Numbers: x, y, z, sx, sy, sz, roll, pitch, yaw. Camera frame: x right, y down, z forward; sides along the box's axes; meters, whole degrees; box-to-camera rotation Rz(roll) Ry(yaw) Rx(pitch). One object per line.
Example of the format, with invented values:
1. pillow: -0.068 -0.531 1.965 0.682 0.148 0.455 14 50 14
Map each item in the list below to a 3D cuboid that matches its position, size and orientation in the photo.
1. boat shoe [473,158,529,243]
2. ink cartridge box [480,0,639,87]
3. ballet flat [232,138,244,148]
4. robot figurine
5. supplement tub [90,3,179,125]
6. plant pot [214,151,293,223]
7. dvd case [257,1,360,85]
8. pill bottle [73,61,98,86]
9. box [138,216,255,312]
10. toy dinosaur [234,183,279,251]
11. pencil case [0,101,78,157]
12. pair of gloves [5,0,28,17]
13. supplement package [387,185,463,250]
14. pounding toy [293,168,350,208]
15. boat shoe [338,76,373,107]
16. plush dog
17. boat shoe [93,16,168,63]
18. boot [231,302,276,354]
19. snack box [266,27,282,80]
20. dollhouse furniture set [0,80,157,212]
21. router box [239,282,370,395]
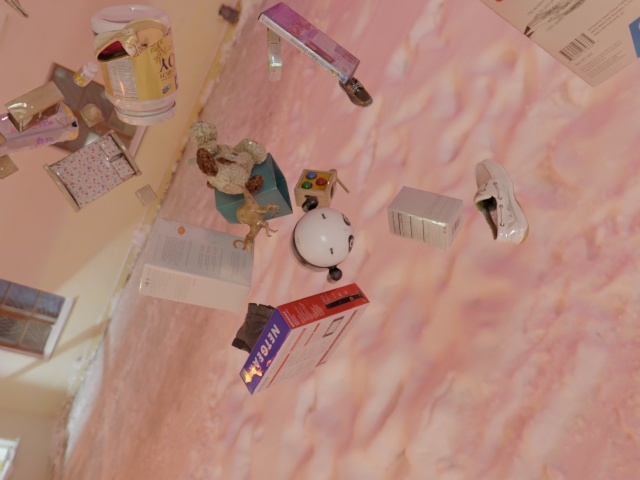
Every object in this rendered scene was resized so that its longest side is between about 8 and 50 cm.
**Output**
1. boat shoe: 0.450 -0.110 1.318 0.098 0.096 0.277 99 165 -50
2. ink cartridge box: 0.627 -0.599 1.182 0.166 0.394 0.285 -58 7 -20
3. ballet flat: -0.346 -0.396 2.265 0.124 0.116 0.342 -61 6 9
4. robot figurine: 0.003 0.001 1.439 0.174 0.209 0.278 -57 2 -12
5. supplement tub: -0.602 -0.578 1.660 0.241 0.240 0.332 -100 11 -49
6. plant pot: -0.243 -0.161 1.748 0.234 0.166 0.166 -19 57 8
7. dvd case: -0.018 -0.482 1.216 0.022 0.252 0.180 -51 11 33
8. pill bottle: -0.702 -0.500 1.500 0.083 0.043 0.044 -21 49 35
9. box: -0.415 0.086 1.707 0.215 0.344 0.168 -92 23 -43
10. toy dinosaur: -0.142 -0.064 1.109 0.053 0.092 0.183 123 141 -53
11. pencil case: -0.819 -0.302 1.388 0.124 0.273 0.114 31 130 24
12. pair of gloves: -0.990 -0.797 1.506 0.042 0.240 0.204 -44 53 -10
13. supplement package: 0.288 -0.063 1.378 0.179 0.105 0.105 19 53 30
14. pounding toy: 0.019 -0.218 1.874 0.094 0.180 0.206 83 -159 -45
15. boat shoe: 0.121 -0.551 1.818 0.066 0.066 0.183 -38 60 -7
16. plush dog: -0.296 -0.220 1.538 0.211 0.262 0.225 -62 30 17
17. boat shoe: -0.389 -0.403 1.027 0.169 0.063 0.059 -12 66 17
18. boot: -0.232 0.384 2.117 0.337 0.118 0.223 13 76 39
19. snack box: -0.123 -0.488 1.319 0.141 0.037 0.101 -139 47 -82
20. dollhouse furniture set: -0.612 -0.176 1.221 0.303 0.356 0.173 -39 20 -24
21. router box: -0.048 0.288 1.470 0.082 0.301 0.336 52 132 27
